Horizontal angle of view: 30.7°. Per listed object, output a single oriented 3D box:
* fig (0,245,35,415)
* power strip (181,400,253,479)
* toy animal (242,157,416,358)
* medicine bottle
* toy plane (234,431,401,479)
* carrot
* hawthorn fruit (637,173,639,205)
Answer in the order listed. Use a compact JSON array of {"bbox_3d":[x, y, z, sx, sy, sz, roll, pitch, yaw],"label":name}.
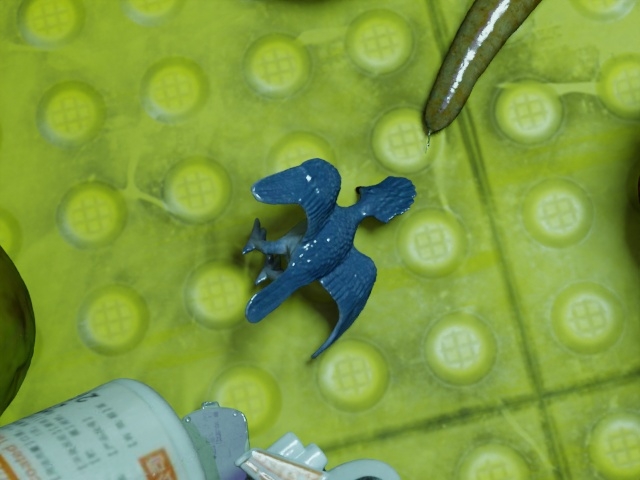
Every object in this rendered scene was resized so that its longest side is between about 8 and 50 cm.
[{"bbox_3d":[-0.480,0.098,1.216,0.343,0.343,0.344,0,79,1],"label":"fig"},{"bbox_3d":[-0.112,0.294,1.305,0.079,0.029,0.227,-6,78,-2],"label":"power strip"},{"bbox_3d":[0.000,0.000,1.298,0.176,0.239,0.255,-10,33,26],"label":"toy animal"},{"bbox_3d":[-0.309,0.291,1.140,0.371,0.211,0.211,-21,77,-37],"label":"medicine bottle"},{"bbox_3d":[-0.006,0.323,1.241,0.244,0.117,0.245,4,73,-12],"label":"toy plane"},{"bbox_3d":[0.191,-0.235,1.385,0.078,0.078,0.298,31,85,7],"label":"carrot"},{"bbox_3d":[0.566,-0.045,1.162,0.471,0.472,0.472,0,79,1],"label":"hawthorn fruit"}]
